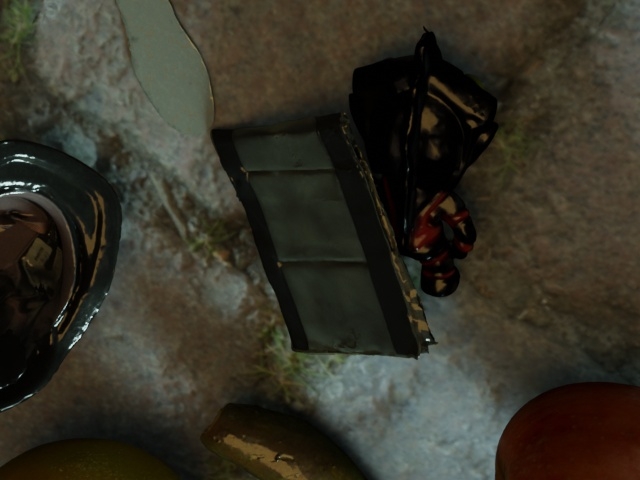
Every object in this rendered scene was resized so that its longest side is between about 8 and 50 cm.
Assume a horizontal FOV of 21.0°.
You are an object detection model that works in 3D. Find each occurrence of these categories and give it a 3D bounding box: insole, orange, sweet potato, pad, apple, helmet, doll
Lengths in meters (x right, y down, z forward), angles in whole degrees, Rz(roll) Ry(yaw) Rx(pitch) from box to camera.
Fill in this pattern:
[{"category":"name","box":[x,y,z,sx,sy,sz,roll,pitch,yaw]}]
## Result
[{"category":"insole","box":[-0.146,-0.181,1.523,0.065,0.004,0.197,-16,109,20]},{"category":"orange","box":[-0.226,0.293,1.639,0.236,0.236,0.236,5,115,12]},{"category":"sweet potato","box":[0.002,0.223,1.635,0.243,0.077,0.077,31,117,-8]},{"category":"pad","box":[0.000,0.000,1.523,0.174,0.022,0.233,-4,114,45]},{"category":"apple","box":[0.265,0.246,1.483,0.241,0.242,0.242,7,115,4]},{"category":"helmet","box":[-0.309,0.032,1.577,0.198,0.154,0.253,25,82,-30]},{"category":"doll","box":[0.082,-0.069,1.478,0.127,0.088,0.249,-6,123,-5]}]
